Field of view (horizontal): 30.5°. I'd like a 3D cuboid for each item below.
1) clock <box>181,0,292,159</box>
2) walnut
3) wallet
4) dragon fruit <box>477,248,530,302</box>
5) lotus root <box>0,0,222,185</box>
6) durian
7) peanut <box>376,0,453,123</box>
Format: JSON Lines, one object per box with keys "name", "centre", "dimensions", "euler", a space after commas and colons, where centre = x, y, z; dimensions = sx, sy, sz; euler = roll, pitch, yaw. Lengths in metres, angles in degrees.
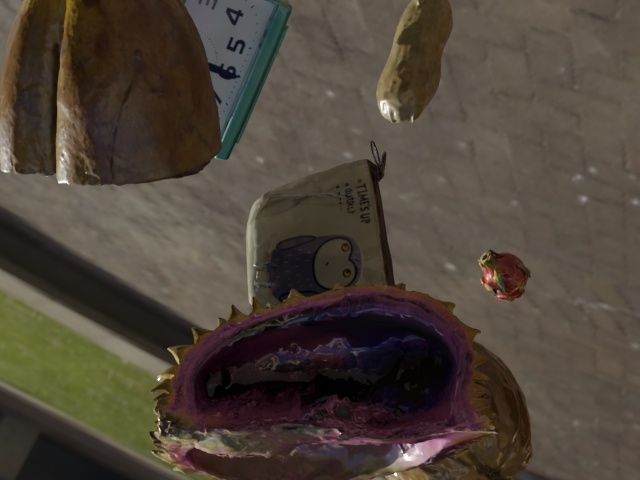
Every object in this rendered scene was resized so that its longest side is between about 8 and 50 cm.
{"name": "clock", "centre": [-0.191, -0.280, 1.730], "dimensions": [0.231, 0.262, 0.116], "euler": [19, -155, -13]}
{"name": "walnut", "centre": [0.144, 0.209, 1.386], "dimensions": [0.213, 0.213, 0.213], "euler": [23, 163, 8]}
{"name": "wallet", "centre": [0.002, 0.001, 2.021], "dimensions": [0.275, 0.335, 0.068], "euler": [-14, 148, 14]}
{"name": "dragon fruit", "centre": [0.320, 0.058, 2.077], "dimensions": [0.116, 0.081, 0.086], "euler": [43, -164, -22]}
{"name": "lotus root", "centre": [-0.182, -0.148, 0.983], "dimensions": [0.188, 0.180, 0.199], "euler": [-5, -155, -4]}
{"name": "durian", "centre": [0.002, 0.132, 0.921], "dimensions": [0.261, 0.153, 0.186], "euler": [7, 132, 5]}
{"name": "peanut", "centre": [0.141, -0.275, 1.760], "dimensions": [0.099, 0.214, 0.099], "euler": [11, 177, 1]}
